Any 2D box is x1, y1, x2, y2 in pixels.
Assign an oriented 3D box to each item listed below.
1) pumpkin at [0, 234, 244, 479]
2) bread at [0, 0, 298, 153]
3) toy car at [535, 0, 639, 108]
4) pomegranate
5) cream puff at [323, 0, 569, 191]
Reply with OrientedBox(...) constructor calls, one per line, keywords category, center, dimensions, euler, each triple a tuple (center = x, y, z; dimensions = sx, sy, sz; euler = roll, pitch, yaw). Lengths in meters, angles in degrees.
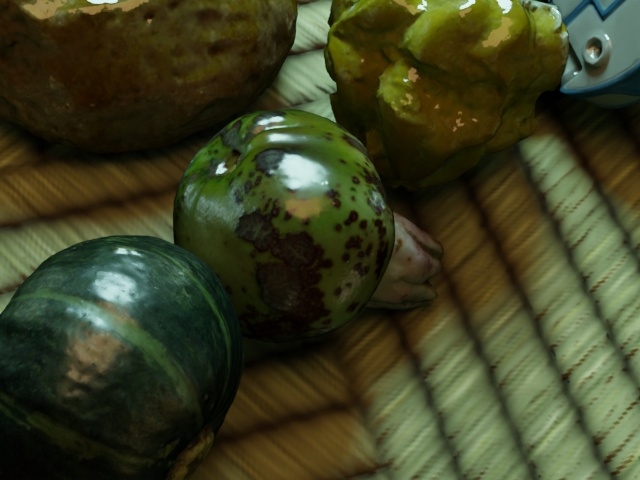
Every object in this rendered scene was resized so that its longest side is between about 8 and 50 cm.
OrientedBox(category="pumpkin", center=(-0.108, 0.073, 0.616), dimensions=(0.167, 0.167, 0.125), euler=(-37, 72, -25))
OrientedBox(category="bread", center=(-0.129, -0.165, 0.790), dimensions=(0.230, 0.123, 0.230), euler=(3, 61, -6))
OrientedBox(category="toy car", center=(0.195, -0.230, 0.846), dimensions=(0.166, 0.198, 0.314), euler=(0, 56, -38))
OrientedBox(category="pomegranate", center=(-0.001, -0.011, 0.707), dimensions=(0.163, 0.125, 0.138), euler=(-5, 27, -19))
OrientedBox(category="cream puff", center=(0.073, -0.094, 0.759), dimensions=(0.156, 0.156, 0.121), euler=(-3, 30, -9))
